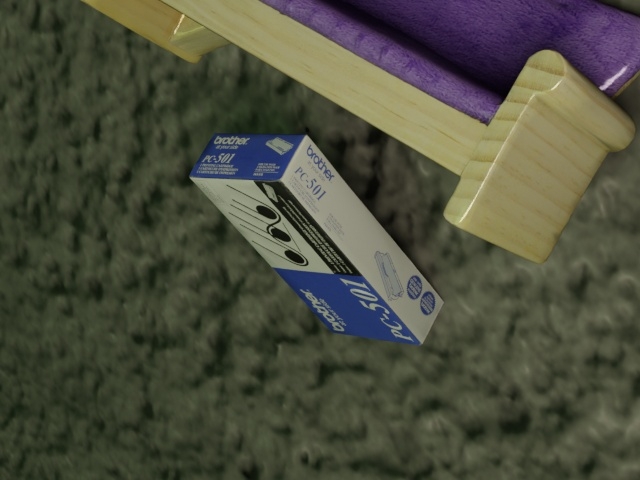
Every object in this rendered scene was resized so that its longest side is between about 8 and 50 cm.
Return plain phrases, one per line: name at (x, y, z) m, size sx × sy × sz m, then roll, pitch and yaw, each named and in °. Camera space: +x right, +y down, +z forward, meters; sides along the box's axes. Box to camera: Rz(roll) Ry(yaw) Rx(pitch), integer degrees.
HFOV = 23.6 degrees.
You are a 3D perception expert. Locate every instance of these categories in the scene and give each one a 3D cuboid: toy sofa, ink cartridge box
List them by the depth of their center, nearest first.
toy sofa at (0.029, -0.148, 1.016) m, size 0.362 × 0.150 × 0.177 m, roll 33°, pitch 96°, yaw 30°
ink cartridge box at (0.000, 0.000, 1.162) m, size 0.097 × 0.046 × 0.207 m, roll 5°, pitch 147°, yaw 42°
